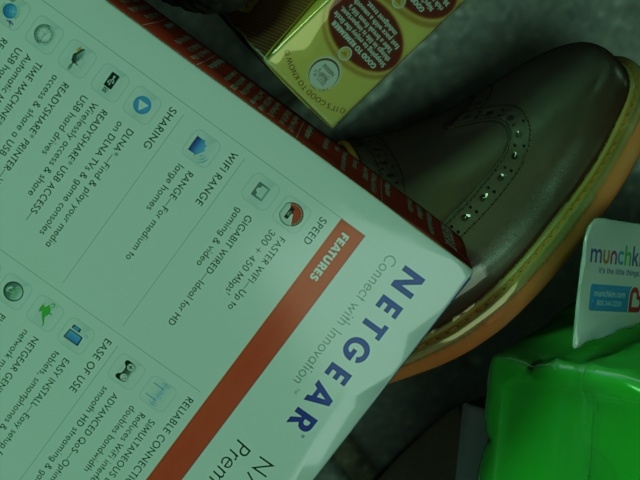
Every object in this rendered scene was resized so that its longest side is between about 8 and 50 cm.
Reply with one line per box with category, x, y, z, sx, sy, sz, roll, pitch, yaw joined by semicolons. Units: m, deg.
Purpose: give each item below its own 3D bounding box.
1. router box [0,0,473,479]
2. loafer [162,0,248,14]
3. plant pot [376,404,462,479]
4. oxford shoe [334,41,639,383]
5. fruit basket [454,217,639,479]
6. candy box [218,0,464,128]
router box;-0.154;0.049;0.626;0.301;0.082;0.335;37;99;-5
loafer;-0.108;-0.259;0.552;0.130;0.134;0.366;-49;132;-17
plant pot;0.076;0.184;0.835;0.096;0.109;0.109;-31;122;10
oxford shoe;0.000;0.000;0.704;0.364;0.130;0.132;-36;115;-1
fruit basket;0.206;0.157;0.776;0.353;0.165;0.327;2;93;-56
candy box;0.040;-0.147;0.654;0.186;0.109;0.053;-45;121;4
